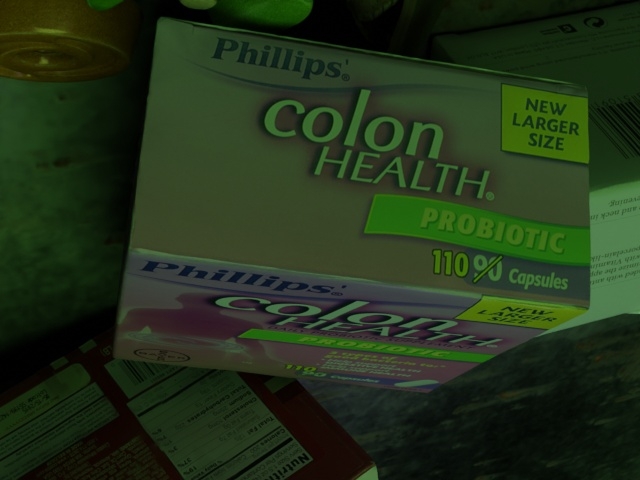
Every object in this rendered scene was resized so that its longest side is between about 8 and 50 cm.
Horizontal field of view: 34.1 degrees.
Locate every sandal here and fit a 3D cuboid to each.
[{"bbox_3d":[0.040,-0.172,0.581,0.088,0.079,0.240,-57,175,-23],"label":"sandal"}]

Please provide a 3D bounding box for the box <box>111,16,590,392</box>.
[{"bbox_3d":[0.000,0.000,0.583,0.213,0.117,0.243,8,161,-11],"label":"box"}]

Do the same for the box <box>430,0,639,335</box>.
[{"bbox_3d":[0.183,-0.055,0.683,0.180,0.182,0.119,-13,134,-15],"label":"box"}]

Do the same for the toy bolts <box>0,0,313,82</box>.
[{"bbox_3d":[-0.140,-0.181,0.477,0.228,0.159,0.218,5,170,-42],"label":"toy bolts"}]

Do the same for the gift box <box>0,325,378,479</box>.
[{"bbox_3d":[-0.100,0.207,0.766,0.255,0.276,0.258,-28,136,-18],"label":"gift box"}]
